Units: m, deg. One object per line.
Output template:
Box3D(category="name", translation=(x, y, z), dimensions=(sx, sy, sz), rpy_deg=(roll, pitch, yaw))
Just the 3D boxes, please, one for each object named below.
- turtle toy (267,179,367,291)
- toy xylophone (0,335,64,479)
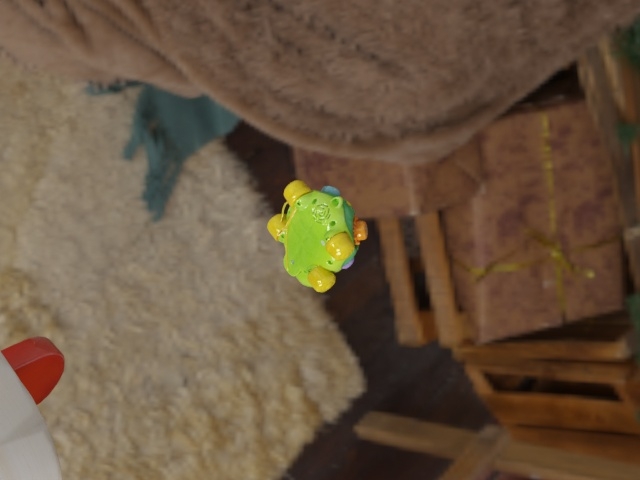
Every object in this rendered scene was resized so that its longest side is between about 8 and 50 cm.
Box3D(category="turtle toy", translation=(0.000, 0.000, 1.410), dimensions=(0.066, 0.130, 0.095), rpy_deg=(-20, 61, -38))
Box3D(category="toy xylophone", translation=(-0.217, 0.175, 0.609), dimensions=(0.081, 0.322, 0.236), rpy_deg=(44, 38, 21))
